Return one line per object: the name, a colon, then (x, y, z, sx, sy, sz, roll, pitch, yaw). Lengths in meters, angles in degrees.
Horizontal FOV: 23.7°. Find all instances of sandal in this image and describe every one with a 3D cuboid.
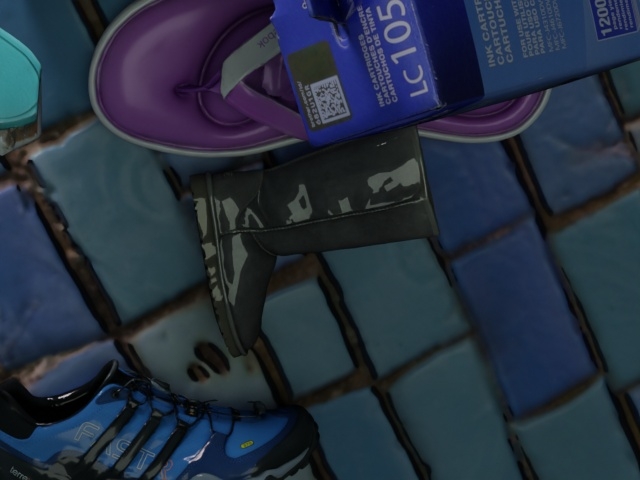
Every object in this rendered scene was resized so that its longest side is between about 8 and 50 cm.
sandal: (0.010, -0.154, 1.316, 0.416, 0.102, 0.169, -4, 103, -12)

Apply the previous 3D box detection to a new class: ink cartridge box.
ink cartridge box: (0.092, -0.232, 1.173, 0.395, 0.151, 0.270, -19, 93, -42)

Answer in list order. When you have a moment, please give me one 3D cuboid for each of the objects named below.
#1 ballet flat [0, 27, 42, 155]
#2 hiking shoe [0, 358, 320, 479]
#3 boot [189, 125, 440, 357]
ballet flat: (-0.402, -0.142, 1.163, 0.409, 0.147, 0.147, 19, 97, -2)
hiking shoe: (-0.150, 0.169, 1.344, 0.304, 0.113, 0.132, -8, 104, -11)
boot: (0.000, 0.002, 1.344, 0.209, 0.076, 0.189, -10, 113, -4)
